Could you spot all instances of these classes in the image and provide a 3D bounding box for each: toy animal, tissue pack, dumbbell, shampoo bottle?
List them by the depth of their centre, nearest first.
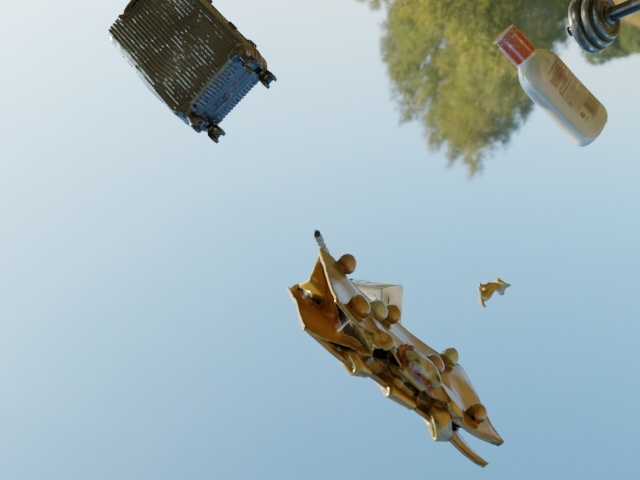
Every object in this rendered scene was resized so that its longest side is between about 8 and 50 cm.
[{"bbox_3d":[0.368,-0.252,1.158,0.221,0.051,0.108,44,-127,-7],"label":"shampoo bottle"},{"bbox_3d":[0.536,-0.401,1.227,0.110,0.110,0.254,-9,177,-39],"label":"dumbbell"},{"bbox_3d":[0.114,0.152,1.744,0.148,0.106,0.099,7,-173,40],"label":"tissue pack"},{"bbox_3d":[0.465,0.138,1.933,0.083,0.060,0.081,-3,-123,3],"label":"toy animal"}]

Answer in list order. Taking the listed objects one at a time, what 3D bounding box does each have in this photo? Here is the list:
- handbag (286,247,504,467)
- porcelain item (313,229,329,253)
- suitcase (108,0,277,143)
[{"bbox_3d":[0.127,0.196,1.230,0.401,0.133,0.283,42,-172,-16],"label":"handbag"},{"bbox_3d":[0.000,0.000,1.892,0.021,0.136,0.075,-22,-128,2],"label":"porcelain item"},{"bbox_3d":[-0.245,-0.350,1.362,0.312,0.202,0.128,47,-171,20],"label":"suitcase"}]
